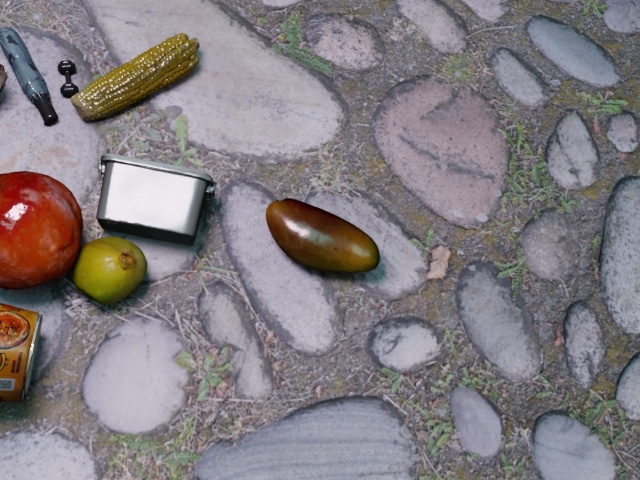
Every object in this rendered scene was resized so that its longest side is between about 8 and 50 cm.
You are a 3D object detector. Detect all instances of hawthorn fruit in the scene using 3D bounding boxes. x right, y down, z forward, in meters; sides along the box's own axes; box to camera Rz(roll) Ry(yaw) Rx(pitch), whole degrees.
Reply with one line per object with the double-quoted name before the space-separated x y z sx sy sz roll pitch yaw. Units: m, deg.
"hawthorn fruit" -0.585 -0.042 1.392 0.242 0.271 0.241 -6 55 8

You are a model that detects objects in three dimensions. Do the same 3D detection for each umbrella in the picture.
"umbrella" -0.643 -0.365 1.627 0.052 0.053 0.250 -26 76 -21

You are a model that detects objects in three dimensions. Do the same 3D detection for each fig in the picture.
"fig" -0.421 0.057 1.480 0.153 0.121 0.135 -21 79 5

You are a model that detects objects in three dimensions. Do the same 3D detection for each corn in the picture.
"corn" -0.405 -0.367 1.657 0.320 0.097 0.097 -35 80 -20

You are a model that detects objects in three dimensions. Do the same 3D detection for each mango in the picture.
"mango" 0.000 0.000 1.591 0.268 0.111 0.133 24 50 -1

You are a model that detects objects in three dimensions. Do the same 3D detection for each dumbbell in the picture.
"dumbbell" -0.565 -0.361 1.651 0.036 0.040 0.083 5 65 -43

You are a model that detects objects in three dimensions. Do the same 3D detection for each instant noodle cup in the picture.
"instant noodle cup" -0.610 0.201 1.341 0.172 0.216 0.215 11 67 -18

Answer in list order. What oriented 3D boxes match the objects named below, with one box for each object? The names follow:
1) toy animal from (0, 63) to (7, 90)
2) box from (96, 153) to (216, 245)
"toy animal" -0.840 -0.386 1.525 0.303 0.194 0.344 -25 80 -15
"box" -0.346 -0.078 1.529 0.244 0.163 0.135 10 76 -9
